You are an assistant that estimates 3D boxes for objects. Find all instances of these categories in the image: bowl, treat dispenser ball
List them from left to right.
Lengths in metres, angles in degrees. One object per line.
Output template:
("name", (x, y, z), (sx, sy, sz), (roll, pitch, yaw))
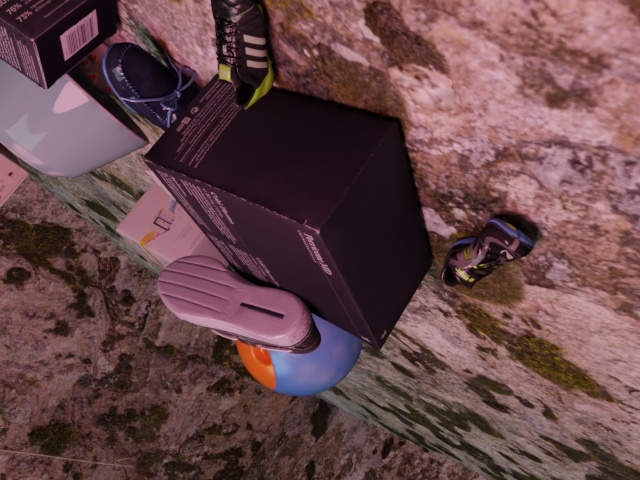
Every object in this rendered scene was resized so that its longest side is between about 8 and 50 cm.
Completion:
("bowl", (-0.467, -0.228, 0.984), (0.311, 0.163, 0.311), (45, 180, 0))
("treat dispenser ball", (-0.046, 0.199, 1.270), (0.288, 0.288, 0.288), (30, 160, 12))

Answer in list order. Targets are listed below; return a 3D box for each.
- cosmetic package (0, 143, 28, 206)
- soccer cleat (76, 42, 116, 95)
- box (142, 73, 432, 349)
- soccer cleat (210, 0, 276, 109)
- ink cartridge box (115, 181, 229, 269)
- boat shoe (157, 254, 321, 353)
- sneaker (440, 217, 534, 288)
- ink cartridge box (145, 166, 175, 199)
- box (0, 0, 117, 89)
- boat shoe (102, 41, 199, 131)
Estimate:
("cosmetic package", (-0.679, -0.171, 1.032), (0.296, 0.129, 0.153), (36, 174, 37))
("soccer cleat", (-0.407, -0.327, 0.966), (0.196, 0.068, 0.076), (43, 179, -28))
("box", (-0.028, -0.037, 0.852), (0.312, 0.179, 0.343), (24, 159, 31))
("soccer cleat", (-0.097, -0.229, 0.671), (0.060, 0.072, 0.179), (26, 159, 22))
("ink cartridge box", (-0.361, -0.007, 1.464), (0.232, 0.168, 0.171), (26, 160, 23))
("boat shoe", (-0.148, 0.125, 0.976), (0.335, 0.121, 0.119), (19, 152, 35))
("sneaker", (0.217, 0.026, 0.757), (0.067, 0.078, 0.188), (35, 160, -3))
("ink cartridge box", (-0.269, -0.138, 1.130), (0.143, 0.092, 0.090), (12, 150, 46))
("box", (-0.417, -0.341, 0.789), (0.207, 0.153, 0.108), (36, 152, 1))
("boat shoe", (-0.220, -0.219, 0.888), (0.089, 0.109, 0.258), (14, 169, 30))
